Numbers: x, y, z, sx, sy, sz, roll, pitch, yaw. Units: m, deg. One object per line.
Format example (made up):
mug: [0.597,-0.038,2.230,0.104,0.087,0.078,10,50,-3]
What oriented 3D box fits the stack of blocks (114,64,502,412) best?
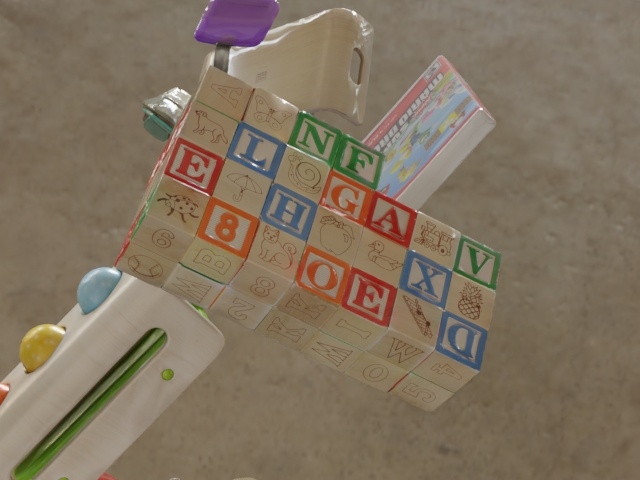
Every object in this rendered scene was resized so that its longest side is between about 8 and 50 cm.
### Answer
stack of blocks: [0.000,0.000,1.087,0.297,0.087,0.171,26,51,-11]

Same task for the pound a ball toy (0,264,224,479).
pound a ball toy: [-0.263,0.140,1.306,0.319,0.136,0.208,-45,21,2]

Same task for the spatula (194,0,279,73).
spatula: [-0.114,-0.155,1.377,0.084,0.030,0.296,8,64,14]

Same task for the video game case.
video game case: [0.082,-0.085,1.333,0.025,0.204,0.285,39,12,-14]

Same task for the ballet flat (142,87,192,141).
ballet flat: [-0.202,-0.176,1.740,0.072,0.213,0.068,39,84,-10]

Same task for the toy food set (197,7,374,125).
toy food set: [-0.068,-0.219,1.980,0.306,0.092,0.220,-16,45,26]

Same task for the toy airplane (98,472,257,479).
toy airplane: [-0.257,0.366,1.488,0.386,0.272,0.384,2,14,-5]
